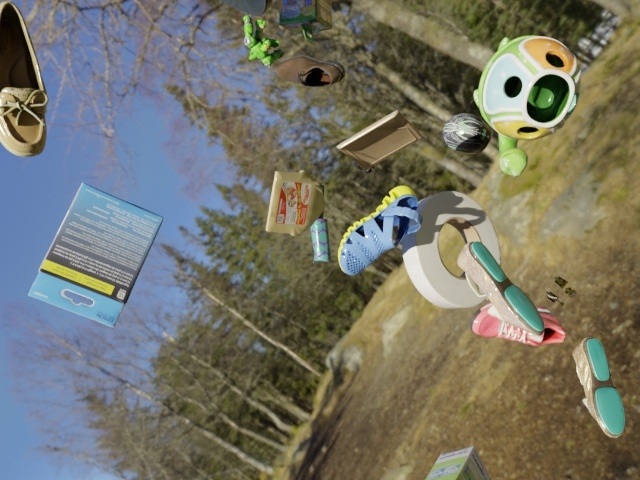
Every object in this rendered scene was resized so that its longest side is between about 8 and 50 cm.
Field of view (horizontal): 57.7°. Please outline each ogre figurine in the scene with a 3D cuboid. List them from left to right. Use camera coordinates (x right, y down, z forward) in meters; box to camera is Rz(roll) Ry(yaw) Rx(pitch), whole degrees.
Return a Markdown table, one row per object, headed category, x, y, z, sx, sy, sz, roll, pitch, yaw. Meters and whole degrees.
| category | x | y | z | sx | sy | sz | roll | pitch | yaw |
| --- | --- | --- | --- | --- | --- | --- | --- | --- | --- |
| ogre figurine | -0.216 | -0.721 | 2.140 | 0.197 | 0.096 | 0.118 | 59 | -145 | -52 |

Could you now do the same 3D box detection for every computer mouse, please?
| category | x | y | z | sx | sy | sz | roll | pitch | yaw |
| --- | --- | --- | --- | --- | --- | --- | --- | --- | --- |
| computer mouse | 0.191 | -0.341 | 2.585 | 0.071 | 0.041 | 0.242 | -60 | -18 | 6 |

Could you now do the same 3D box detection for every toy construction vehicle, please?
| category | x | y | z | sx | sy | sz | roll | pitch | yaw |
| --- | --- | --- | --- | --- | --- | --- | --- | --- | --- |
| toy construction vehicle | 0.821 | 0.173 | 1.996 | 0.086 | 0.098 | 0.035 | -55 | 16 | 13 |

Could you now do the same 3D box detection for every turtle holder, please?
| category | x | y | z | sx | sy | sz | roll | pitch | yaw |
| --- | --- | --- | --- | --- | --- | --- | --- | --- | --- |
| turtle holder | 0.513 | -0.352 | 1.472 | 0.320 | 0.243 | 0.227 | -49 | 17 | 18 |

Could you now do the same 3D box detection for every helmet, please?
| category | x | y | z | sx | sy | sz | roll | pitch | yaw |
| --- | --- | --- | --- | --- | --- | --- | --- | --- | --- |
| helmet | 0.567 | -0.421 | 2.284 | 0.169 | 0.161 | 0.170 | -45 | 37 | 49 |

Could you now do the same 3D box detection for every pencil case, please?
| category | x | y | z | sx | sy | sz | roll | pitch | yaw |
| --- | --- | --- | --- | --- | --- | --- | --- | --- | --- |
| pencil case | 0.000 | 0.000 | 1.992 | 0.070 | 0.064 | 0.152 | 174 | 90 | -81 |

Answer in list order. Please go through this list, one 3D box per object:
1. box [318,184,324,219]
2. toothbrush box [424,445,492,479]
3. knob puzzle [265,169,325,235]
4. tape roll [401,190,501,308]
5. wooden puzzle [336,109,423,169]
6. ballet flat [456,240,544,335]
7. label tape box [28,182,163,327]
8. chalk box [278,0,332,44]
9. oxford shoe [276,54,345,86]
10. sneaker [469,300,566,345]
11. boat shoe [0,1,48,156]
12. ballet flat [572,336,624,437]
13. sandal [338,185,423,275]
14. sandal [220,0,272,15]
| category | x | y | z | sx | sy | sz | roll | pitch | yaw |
| --- | --- | --- | --- | --- | --- | --- | --- | --- | --- |
| box | -0.080 | -0.165 | 2.575 | 0.232 | 0.059 | 0.184 | 4 | -91 | -47 |
| toothbrush box | 0.371 | 0.718 | 1.548 | 0.122 | 0.206 | 0.283 | -29 | -5 | 30 |
| knob puzzle | -0.067 | -0.109 | 1.674 | 0.213 | 0.030 | 0.213 | -13 | -69 | -36 |
| tape roll | 0.436 | 0.032 | 1.905 | 0.072 | 0.392 | 0.392 | -20 | 28 | 56 |
| wooden puzzle | 0.187 | -0.317 | 1.831 | 0.220 | 0.044 | 0.238 | -27 | -22 | 22 |
| ballet flat | 0.495 | 0.147 | 1.626 | 0.107 | 0.316 | 0.106 | -13 | -27 | -42 |
| label tape box | -0.644 | 0.044 | 1.688 | 0.115 | 0.249 | 0.348 | -14 | 53 | 69 |
| chalk box | -0.047 | -0.728 | 1.827 | 0.132 | 0.132 | 0.213 | -8 | -82 | -66 |
| oxford shoe | -0.046 | -0.514 | 1.777 | 0.096 | 0.227 | 0.083 | -48 | -42 | -46 |
| sneaker | 0.609 | 0.258 | 1.764 | 0.136 | 0.313 | 0.116 | -125 | 42 | -63 |
| boat shoe | -0.582 | -0.303 | 1.101 | 0.104 | 0.286 | 0.089 | -14 | -1 | -40 |
| ballet flat | 0.580 | 0.309 | 1.220 | 0.067 | 0.073 | 0.206 | 118 | 155 | -60 |
| sandal | 0.180 | -0.018 | 1.701 | 0.317 | 0.126 | 0.138 | -48 | 37 | 7 |
| sandal | -0.328 | -0.692 | 1.499 | 0.107 | 0.445 | 0.168 | -52 | -24 | -26 |
